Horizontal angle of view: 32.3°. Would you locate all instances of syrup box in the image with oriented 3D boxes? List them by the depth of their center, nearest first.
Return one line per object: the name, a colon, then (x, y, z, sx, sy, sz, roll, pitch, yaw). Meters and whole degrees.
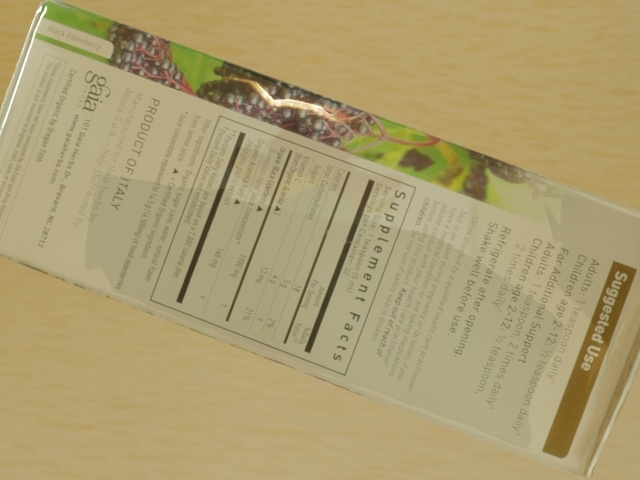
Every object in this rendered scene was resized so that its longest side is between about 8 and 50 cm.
syrup box: (0.000, 0.000, 0.419, 0.093, 0.237, 0.096, 32, -102, -84)
